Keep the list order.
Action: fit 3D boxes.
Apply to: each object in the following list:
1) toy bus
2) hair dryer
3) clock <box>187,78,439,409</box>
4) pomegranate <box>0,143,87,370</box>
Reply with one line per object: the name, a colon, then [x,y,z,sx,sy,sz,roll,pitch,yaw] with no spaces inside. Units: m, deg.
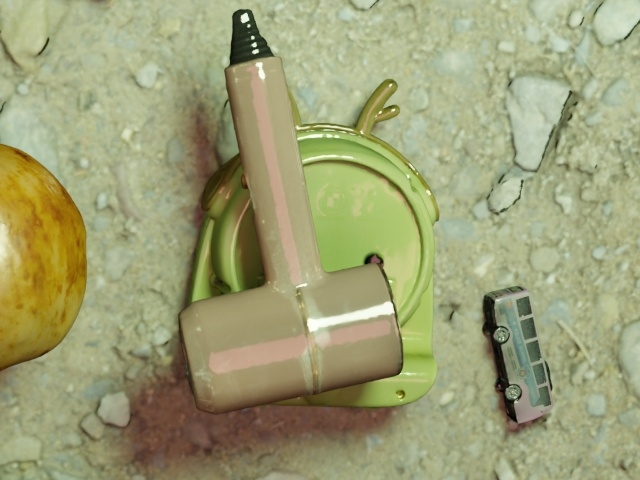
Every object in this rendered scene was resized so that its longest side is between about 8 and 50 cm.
toy bus: [0.192,0.111,1.888,0.052,0.037,0.130,-16,103,-12]
hair dryer: [-0.052,-0.030,1.697,0.189,0.107,0.344,-11,93,-6]
clock: [0.000,0.000,1.798,0.235,0.096,0.308,2,100,-10]
pomegranate: [-0.322,0.027,1.679,0.248,0.248,0.248,-2,102,-10]
